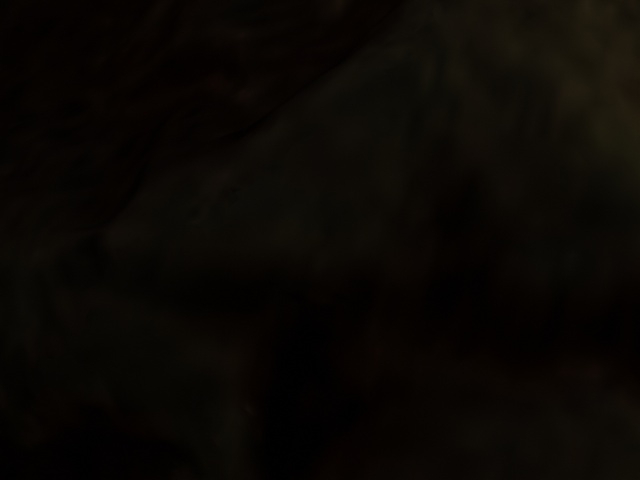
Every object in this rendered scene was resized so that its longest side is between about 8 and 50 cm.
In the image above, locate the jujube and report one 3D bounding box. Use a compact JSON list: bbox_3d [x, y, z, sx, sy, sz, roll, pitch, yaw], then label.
[{"bbox_3d":[0.022,0.008,0.444,0.308,0.246,0.215,-73,145,-47],"label":"jujube"}]
